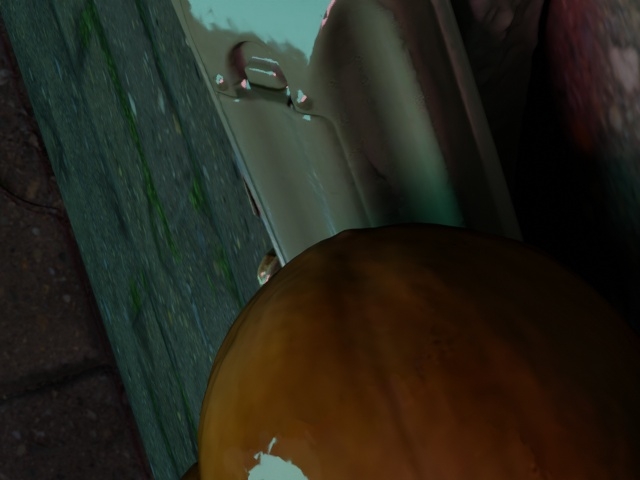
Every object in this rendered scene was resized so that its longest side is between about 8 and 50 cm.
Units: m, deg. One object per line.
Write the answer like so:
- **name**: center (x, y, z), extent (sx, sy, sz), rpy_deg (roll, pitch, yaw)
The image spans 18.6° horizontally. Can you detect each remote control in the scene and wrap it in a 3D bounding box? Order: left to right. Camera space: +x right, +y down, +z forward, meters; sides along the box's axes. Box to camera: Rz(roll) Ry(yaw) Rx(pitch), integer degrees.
- **remote control**: center (0.028, 0.010, 0.840), extent (0.128, 0.065, 0.335), rpy_deg (14, 140, 37)

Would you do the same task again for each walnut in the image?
- **walnut**: center (0.072, 0.126, 0.736), extent (0.298, 0.203, 0.203), rpy_deg (56, 173, -20)

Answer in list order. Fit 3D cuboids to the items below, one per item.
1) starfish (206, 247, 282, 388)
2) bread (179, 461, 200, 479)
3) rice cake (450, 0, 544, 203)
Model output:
- **starfish**: center (0.002, 0.001, 1.001), extent (0.050, 0.217, 0.223), rpy_deg (40, -164, 5)
- **bread**: center (0.009, 0.270, 1.242), extent (0.312, 0.172, 0.312), rpy_deg (60, 164, 30)
- **rice cake**: center (0.056, -0.038, 0.874), extent (0.066, 0.063, 0.336), rpy_deg (45, 153, 26)
